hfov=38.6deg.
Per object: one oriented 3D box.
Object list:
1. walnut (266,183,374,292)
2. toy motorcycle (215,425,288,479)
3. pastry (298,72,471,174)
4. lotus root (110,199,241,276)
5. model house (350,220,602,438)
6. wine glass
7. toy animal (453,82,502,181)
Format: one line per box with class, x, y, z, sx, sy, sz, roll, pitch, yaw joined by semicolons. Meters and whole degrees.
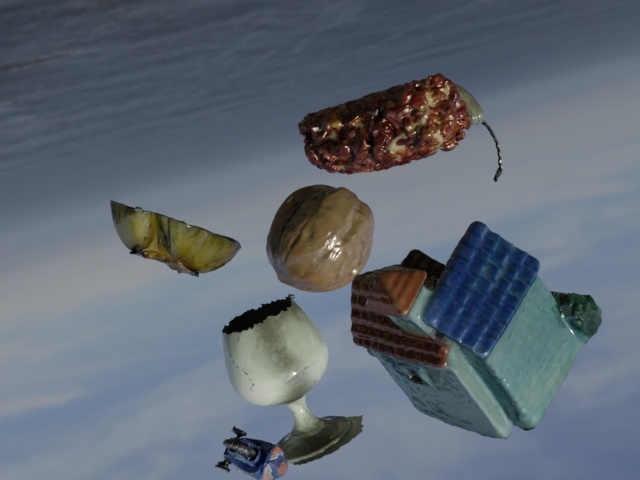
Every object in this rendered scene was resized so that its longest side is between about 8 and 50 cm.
walnut;-0.002;-0.001;2.105;0.273;0.227;0.273;-23;-137;23
toy motorcycle;-0.110;0.365;1.527;0.114;0.076;0.205;23;161;3
pastry;0.070;-0.132;1.090;0.208;0.097;0.115;-11;-179;33
lotus root;-0.226;0.005;1.372;0.183;0.078;0.203;14;173;42
model house;0.175;0.092;1.325;0.295;0.329;0.251;7;-120;53
wine glass;-0.072;0.297;1.980;0.238;0.323;0.238;-23;-168;5
toy animal;0.312;-0.244;1.891;0.070;0.253;0.079;-37;168;-9
